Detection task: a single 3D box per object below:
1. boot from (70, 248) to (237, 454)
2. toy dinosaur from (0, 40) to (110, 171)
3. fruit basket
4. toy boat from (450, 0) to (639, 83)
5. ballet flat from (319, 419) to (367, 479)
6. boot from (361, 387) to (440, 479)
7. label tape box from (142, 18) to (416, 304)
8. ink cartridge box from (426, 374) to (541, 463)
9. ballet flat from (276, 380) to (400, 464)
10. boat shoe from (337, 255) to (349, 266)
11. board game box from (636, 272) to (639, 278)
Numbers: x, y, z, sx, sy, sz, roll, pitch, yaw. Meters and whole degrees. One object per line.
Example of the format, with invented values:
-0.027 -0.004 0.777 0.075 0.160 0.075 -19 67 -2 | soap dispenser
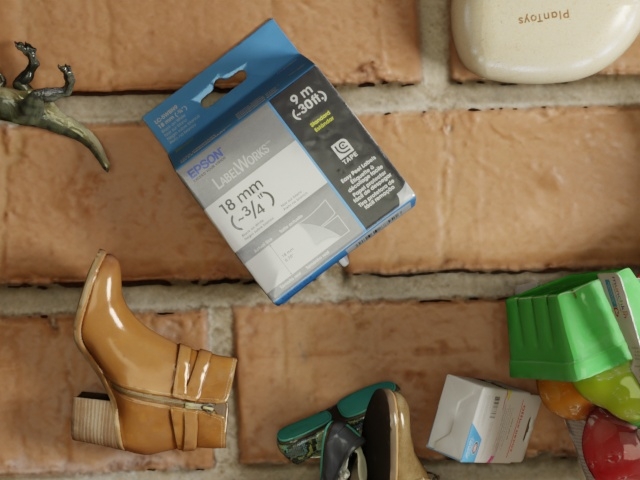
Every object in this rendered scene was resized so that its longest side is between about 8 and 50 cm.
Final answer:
-0.225 0.157 1.865 0.220 0.109 0.283 4 93 2 | boot
-0.397 -0.201 1.887 0.268 0.064 0.118 23 106 0 | toy dinosaur
0.382 0.210 1.761 0.165 0.327 0.353 -26 91 -13 | fruit basket
0.309 -0.373 1.845 0.267 0.148 0.318 -2 99 6 | toy boat
0.027 0.341 1.858 0.074 0.074 0.203 10 114 1 | ballet flat
0.123 0.332 1.855 0.115 0.112 0.305 -10 113 -11 | boot
-0.065 -0.114 1.842 0.240 0.106 0.334 -37 84 1 | label tape box
0.226 0.246 1.858 0.061 0.181 0.104 18 92 36 | ink cartridge box
0.032 0.258 1.897 0.188 0.070 0.070 -23 91 3 | ballet flat
0.000 0.000 1.900 0.035 0.035 0.100 -37 90 14 | boat shoe
0.484 0.035 1.821 0.181 0.043 0.092 -51 130 -34 | board game box
